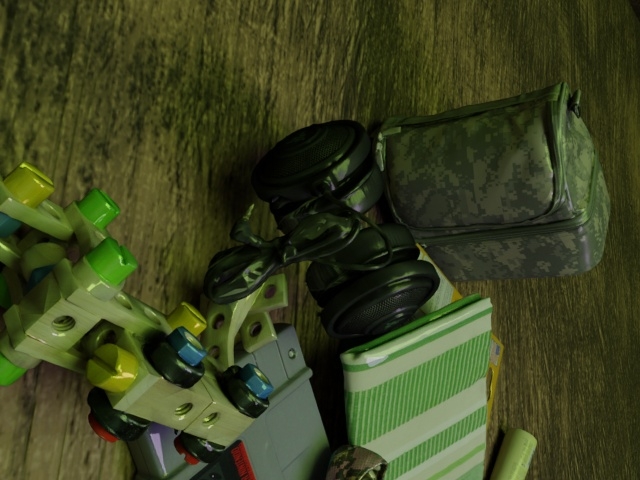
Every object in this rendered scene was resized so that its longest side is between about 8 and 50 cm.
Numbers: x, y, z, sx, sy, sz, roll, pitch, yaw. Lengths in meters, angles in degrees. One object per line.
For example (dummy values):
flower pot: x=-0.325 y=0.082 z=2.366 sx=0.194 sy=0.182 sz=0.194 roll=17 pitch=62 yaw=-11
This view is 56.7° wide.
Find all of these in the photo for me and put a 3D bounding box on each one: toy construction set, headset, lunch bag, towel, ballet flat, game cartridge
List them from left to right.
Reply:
toy construction set: x=-0.146 y=0.066 z=0.507 sx=0.151 sy=0.215 sz=0.328 roll=-53 pitch=142 yaw=10
game cartridge: x=-0.063 y=0.299 z=0.652 sx=0.230 sy=0.068 sz=0.355 roll=-31 pitch=109 yaw=-52
headset: x=0.000 y=0.000 z=0.616 sx=0.243 sy=0.185 sz=0.394 roll=63 pitch=1 yaw=0
ballet flat: x=0.023 y=0.334 z=0.644 sx=0.077 sy=0.079 sz=0.221 roll=46 pitch=53 yaw=-37
towel: x=0.136 y=0.251 z=0.803 sx=0.248 sy=0.038 sz=0.325 roll=-19 pitch=117 yaw=-29
lunch bag: x=0.248 y=-0.091 z=0.887 sx=0.256 sy=0.305 sz=0.212 roll=61 pitch=42 yaw=-29

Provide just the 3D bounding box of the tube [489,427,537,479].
tube: x=0.339 y=0.469 z=1.109 sx=0.070 sy=0.062 sz=0.240 roll=29 pitch=59 yaw=6

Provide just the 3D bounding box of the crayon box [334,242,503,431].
crayon box: x=0.167 y=0.177 z=0.918 sx=0.323 sy=0.083 sz=0.203 roll=44 pitch=54 yaw=-36
